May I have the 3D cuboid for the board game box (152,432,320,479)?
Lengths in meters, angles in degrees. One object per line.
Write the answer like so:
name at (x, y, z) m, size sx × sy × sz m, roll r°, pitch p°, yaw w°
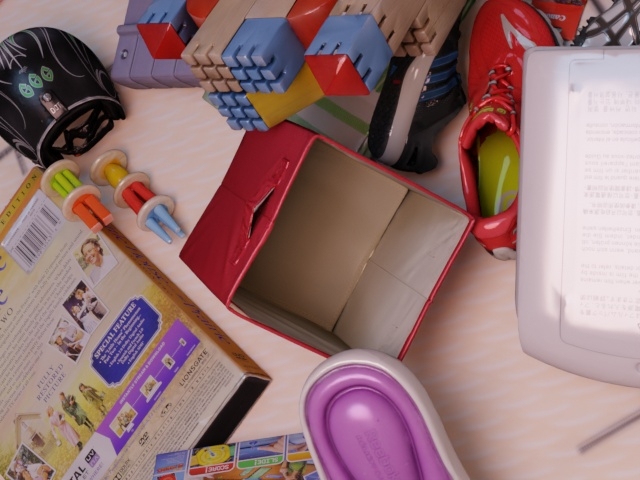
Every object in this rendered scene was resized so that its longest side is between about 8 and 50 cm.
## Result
board game box at (-0.075, 0.261, 1.223) m, size 0.201 × 0.035 × 0.136 m, roll -9°, pitch 34°, yaw 8°

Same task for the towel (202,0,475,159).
towel at (0.033, -0.239, 1.360) m, size 0.248 × 0.038 × 0.325 m, roll 38°, pitch 99°, yaw 31°

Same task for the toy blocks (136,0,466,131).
toy blocks at (-0.023, -0.219, 1.152) m, size 0.381 × 0.191 × 0.261 m, roll 7°, pitch 55°, yaw 38°

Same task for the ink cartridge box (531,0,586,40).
ink cartridge box at (0.247, -0.269, 1.250) m, size 0.063 × 0.029 × 0.115 m, roll 14°, pitch 84°, yaw 31°

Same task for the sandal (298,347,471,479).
sandal at (0.097, 0.297, 1.084) m, size 0.169 × 0.102 × 0.416 m, roll -34°, pitch 87°, yaw 18°

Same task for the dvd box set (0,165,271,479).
dvd box set at (-0.290, 0.150, 1.429) m, size 0.420 × 0.062 × 0.307 m, roll 40°, pitch 99°, yaw 29°

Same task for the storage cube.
storage cube at (0.000, 0.000, 1.194) m, size 0.183 × 0.215 × 0.193 m, roll -63°, pitch 25°, yaw 3°

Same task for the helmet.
helmet at (-0.336, -0.181, 1.475) m, size 0.169 × 0.169 × 0.161 m, roll -46°, pitch 70°, yaw 12°

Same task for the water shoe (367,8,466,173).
water shoe at (0.116, -0.170, 1.263) m, size 0.203 × 0.080 × 0.073 m, roll -68°, pitch 27°, yaw 7°

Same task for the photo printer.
photo printer at (0.304, -0.021, 1.087) m, size 0.256 × 0.107 × 0.307 m, roll 2°, pitch 93°, yaw 24°

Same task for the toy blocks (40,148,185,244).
toy blocks at (-0.238, -0.040, 1.414) m, size 0.148 × 0.123 × 0.054 m, roll 42°, pitch 130°, yaw 30°

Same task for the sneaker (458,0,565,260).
sneaker at (0.187, -0.121, 1.197) m, size 0.107 × 0.118 × 0.279 m, roll -7°, pitch 75°, yaw 27°

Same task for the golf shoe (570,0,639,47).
golf shoe at (0.303, -0.192, 1.176) m, size 0.094 × 0.077 × 0.198 m, roll 27°, pitch 93°, yaw 31°

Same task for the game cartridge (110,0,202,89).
game cartridge at (-0.124, -0.356, 1.440) m, size 0.230 × 0.068 × 0.355 m, roll 3°, pitch 78°, yaw 41°
